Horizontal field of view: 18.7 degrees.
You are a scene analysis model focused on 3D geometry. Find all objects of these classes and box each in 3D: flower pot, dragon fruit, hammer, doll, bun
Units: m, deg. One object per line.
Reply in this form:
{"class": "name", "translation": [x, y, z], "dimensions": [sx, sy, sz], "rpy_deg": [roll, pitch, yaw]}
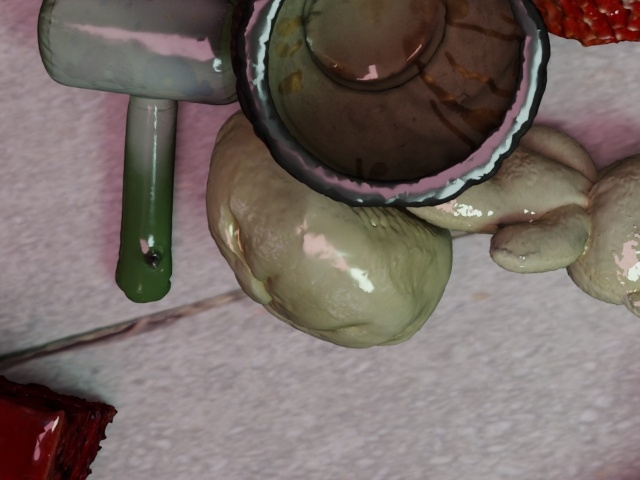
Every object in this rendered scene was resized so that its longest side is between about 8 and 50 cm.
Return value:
{"class": "flower pot", "translation": [0.052, -0.185, 1.684], "dimensions": [0.266, 0.267, 0.267], "rpy_deg": [-1, 109, -3]}
{"class": "dragon fruit", "translation": [-0.348, 0.193, 1.916], "dimensions": [0.330, 0.240, 0.302], "rpy_deg": [30, 121, 25]}
{"class": "hammer", "translation": [-0.167, -0.091, 1.844], "dimensions": [0.206, 0.119, 0.336], "rpy_deg": [7, 112, 8]}
{"class": "doll", "translation": [0.205, -0.028, 1.779], "dimensions": [0.278, 0.149, 0.175], "rpy_deg": [19, 72, -2]}
{"class": "bun", "translation": [0.000, 0.000, 1.772], "dimensions": [0.259, 0.259, 0.160], "rpy_deg": [37, 107, -3]}

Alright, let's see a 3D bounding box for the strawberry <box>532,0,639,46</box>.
{"class": "strawberry", "translation": [0.304, -0.316, 1.659], "dimensions": [0.291, 0.310, 0.292], "rpy_deg": [2, 81, -11]}
